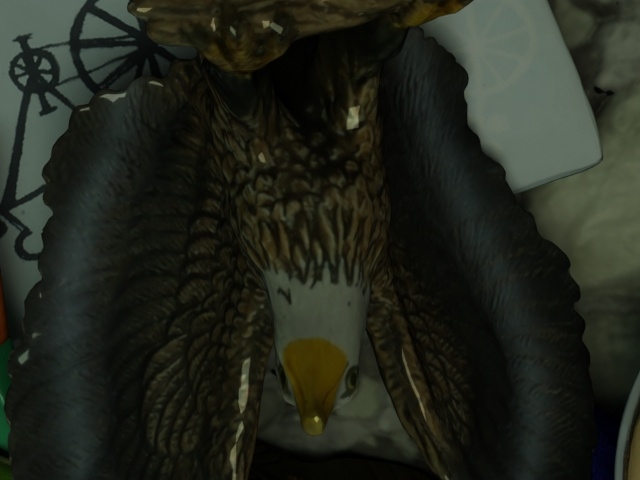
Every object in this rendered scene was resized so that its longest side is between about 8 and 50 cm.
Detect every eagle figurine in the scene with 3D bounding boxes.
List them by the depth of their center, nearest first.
[{"bbox_3d":[-0.004,0.008,0.745,0.226,0.225,0.298,24,140,21],"label":"eagle figurine"}]

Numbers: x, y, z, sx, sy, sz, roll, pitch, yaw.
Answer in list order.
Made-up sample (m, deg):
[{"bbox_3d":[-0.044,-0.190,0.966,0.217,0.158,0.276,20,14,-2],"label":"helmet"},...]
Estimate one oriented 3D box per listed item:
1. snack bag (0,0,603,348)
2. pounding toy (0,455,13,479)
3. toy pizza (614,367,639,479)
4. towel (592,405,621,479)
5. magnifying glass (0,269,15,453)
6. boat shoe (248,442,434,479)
[{"bbox_3d":[-0.072,-0.115,0.805,0.323,0.037,0.342,-22,116,10],"label":"snack bag"},{"bbox_3d":[-0.173,0.173,0.855,0.183,0.110,0.237,-15,112,39],"label":"pounding toy"},{"bbox_3d":[0.224,0.106,0.855,0.201,0.032,0.201,2,84,-17],"label":"toy pizza"},{"bbox_3d":[0.185,0.221,0.878,0.308,0.076,0.228,27,71,-13],"label":"towel"},{"bbox_3d":[-0.148,0.062,0.852,0.092,0.026,0.231,18,128,24],"label":"magnifying glass"},{"bbox_3d":[-0.030,0.130,0.901,0.178,0.064,0.060,11,113,-7],"label":"boat shoe"}]
